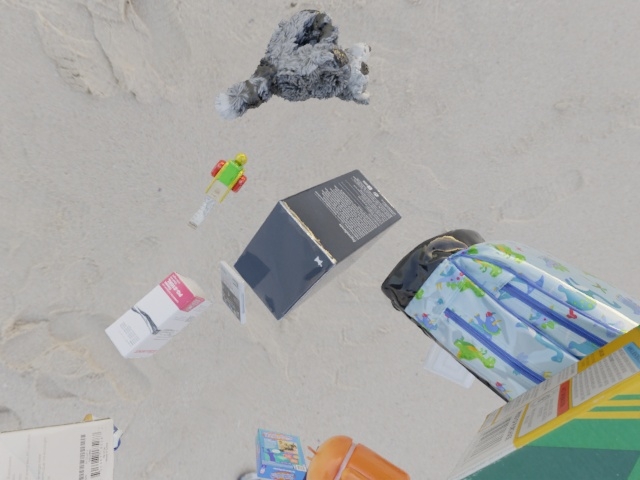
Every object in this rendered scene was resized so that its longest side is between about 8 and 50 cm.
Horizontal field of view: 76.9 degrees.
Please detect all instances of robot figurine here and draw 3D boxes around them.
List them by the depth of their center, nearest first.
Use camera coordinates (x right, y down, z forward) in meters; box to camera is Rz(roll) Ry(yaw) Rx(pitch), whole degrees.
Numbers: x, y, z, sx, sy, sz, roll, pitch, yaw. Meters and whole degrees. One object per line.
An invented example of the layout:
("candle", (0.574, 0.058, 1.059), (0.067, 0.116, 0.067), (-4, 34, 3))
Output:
("robot figurine", (0.069, 0.434, 0.707), (0.220, 0.158, 0.128), (26, 98, 17))

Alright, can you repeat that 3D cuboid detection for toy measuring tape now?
("toy measuring tape", (-0.347, -0.175, 1.389), (0.122, 0.121, 0.330), (35, 115, -16))

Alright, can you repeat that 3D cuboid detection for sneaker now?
("sneaker", (-0.689, 0.625, 1.233), (0.131, 0.296, 0.111), (29, 48, -15))

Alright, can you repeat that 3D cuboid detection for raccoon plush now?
("raccoon plush", (-0.059, -0.461, 1.192), (0.447, 0.299, 0.215), (-19, 71, 16))

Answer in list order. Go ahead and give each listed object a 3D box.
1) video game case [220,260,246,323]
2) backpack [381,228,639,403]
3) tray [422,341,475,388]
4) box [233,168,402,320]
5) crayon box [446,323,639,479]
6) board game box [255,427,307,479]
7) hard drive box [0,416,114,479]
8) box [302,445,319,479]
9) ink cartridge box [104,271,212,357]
("video game case", (-0.321, 0.187, 1.477), (0.022, 0.190, 0.173), (-12, 117, -31))
("backpack", (0.320, 0.130, 0.608), (0.290, 0.355, 0.273), (6, 133, -52))
("tray", (0.396, 0.298, 1.136), (0.145, 0.030, 0.270), (22, 117, 17))
("box", (0.000, 0.000, 1.166), (0.212, 0.293, 0.396), (49, 39, 8))
("crayon box", (0.283, 0.133, 0.343), (0.323, 0.203, 0.083), (-44, 64, 21))
("board game box", (-0.139, 0.735, 1.382), (0.160, 0.210, 0.047), (17, 92, -11))
("hard drive box", (-0.297, 0.258, 0.328), (0.089, 0.232, 0.180), (-20, 66, 17))
("box", (0.023, 0.693, 1.081), (0.153, 0.207, 0.108), (9, 123, 20))
("ink cartridge box", (-0.447, 0.213, 1.137), (0.237, 0.172, 0.100), (-42, 78, -9))
